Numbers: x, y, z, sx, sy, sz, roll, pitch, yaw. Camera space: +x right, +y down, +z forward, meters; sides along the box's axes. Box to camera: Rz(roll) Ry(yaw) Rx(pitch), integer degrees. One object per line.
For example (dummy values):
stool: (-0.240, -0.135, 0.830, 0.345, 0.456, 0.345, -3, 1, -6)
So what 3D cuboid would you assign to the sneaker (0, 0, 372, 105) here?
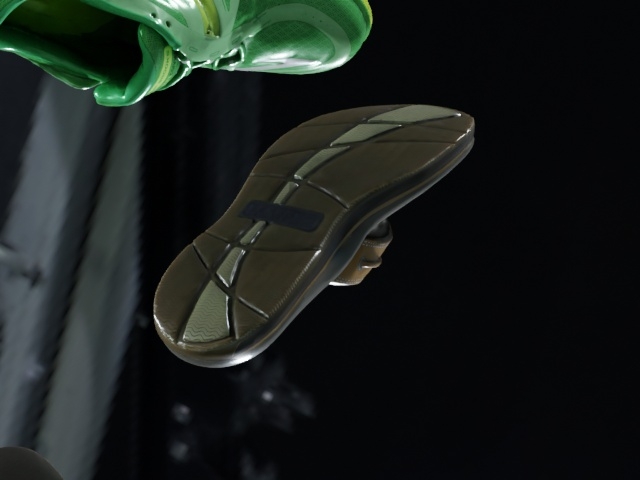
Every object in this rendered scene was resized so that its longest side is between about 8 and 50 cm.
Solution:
sneaker: (-0.104, -0.132, 1.222, 0.295, 0.124, 0.109, 5, -36, -28)

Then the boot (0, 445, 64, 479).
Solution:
boot: (-0.192, 0.304, 1.546, 0.112, 0.305, 0.115, -19, -42, -24)

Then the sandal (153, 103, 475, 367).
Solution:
sandal: (0.000, 0.000, 0.976, 0.219, 0.090, 0.060, -50, -38, -38)
